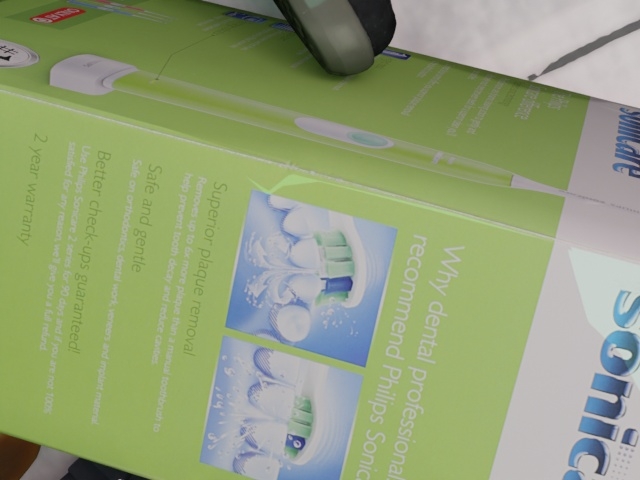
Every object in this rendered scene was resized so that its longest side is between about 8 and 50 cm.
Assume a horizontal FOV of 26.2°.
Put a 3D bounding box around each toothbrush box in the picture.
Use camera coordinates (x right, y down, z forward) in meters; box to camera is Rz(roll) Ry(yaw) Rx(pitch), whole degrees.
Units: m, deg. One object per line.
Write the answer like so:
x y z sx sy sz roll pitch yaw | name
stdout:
0.000 0.000 0.504 0.283 0.206 0.122 14 110 9 | toothbrush box

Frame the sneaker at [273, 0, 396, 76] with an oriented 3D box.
0.007 -0.176 0.495 0.130 0.087 0.228 -20 70 3 | sneaker

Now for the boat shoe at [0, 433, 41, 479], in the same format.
-0.206 0.123 0.602 0.207 0.073 0.073 -44 65 11 | boat shoe

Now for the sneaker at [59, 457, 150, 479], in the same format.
-0.064 0.151 0.654 0.319 0.131 0.112 -41 60 0 | sneaker
